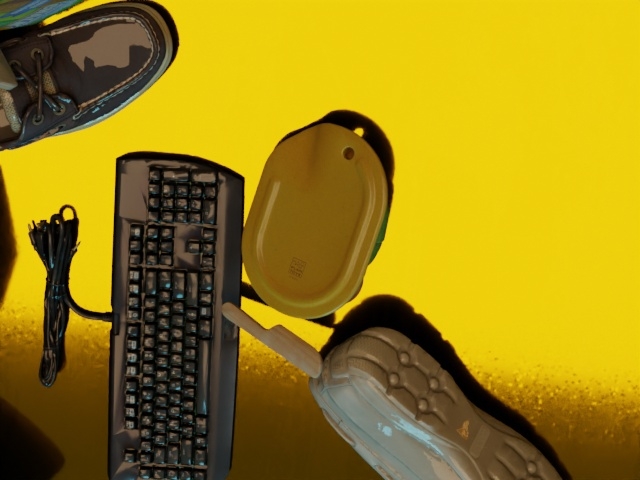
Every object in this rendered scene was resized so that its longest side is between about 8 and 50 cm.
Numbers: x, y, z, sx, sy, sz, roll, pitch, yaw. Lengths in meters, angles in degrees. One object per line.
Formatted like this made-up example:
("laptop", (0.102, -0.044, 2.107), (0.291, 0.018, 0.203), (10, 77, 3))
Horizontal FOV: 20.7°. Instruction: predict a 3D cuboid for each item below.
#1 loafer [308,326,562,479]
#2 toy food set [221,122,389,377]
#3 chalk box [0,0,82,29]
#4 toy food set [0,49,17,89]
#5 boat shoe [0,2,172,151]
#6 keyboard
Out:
("loafer", (0.122, 0.211, 1.618), (0.319, 0.112, 0.111), (47, 138, -7))
("toy food set", (0.000, 0.000, 1.596), (0.128, 0.071, 0.217), (25, 103, 24))
("chalk box", (-0.257, -0.255, 1.476), (0.132, 0.213, 0.132), (-21, 90, 37))
("toy food set", (-0.442, -0.142, 1.544), (0.306, 0.092, 0.219), (-32, 68, 4))
("boat shoe", (-0.269, -0.130, 1.570), (0.285, 0.092, 0.102), (-19, 101, 9))
("keyboard", (-0.178, 0.077, 1.643), (0.202, 0.033, 0.317), (4, 102, 4))
